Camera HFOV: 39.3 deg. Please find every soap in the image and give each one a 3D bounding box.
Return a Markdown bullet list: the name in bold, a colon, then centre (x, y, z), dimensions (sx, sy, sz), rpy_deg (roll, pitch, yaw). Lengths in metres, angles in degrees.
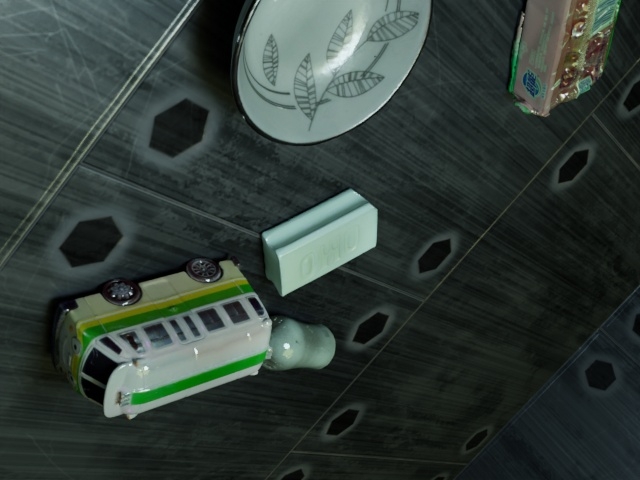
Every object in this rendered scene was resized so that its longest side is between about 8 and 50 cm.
- **soap**: centre (0.000, 0.000, 1.525), dimensions (0.198, 0.066, 0.119), rpy_deg (-28, 146, -20)
- **soap**: centre (0.425, -0.360, 1.518), dimensions (0.218, 0.098, 0.273), rpy_deg (-28, 144, -20)

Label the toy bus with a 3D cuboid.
- **toy bus**: centre (-0.233, 0.152, 1.358), dimensions (0.305, 0.179, 0.143), rpy_deg (-14, 137, -35)

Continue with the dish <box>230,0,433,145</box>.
- **dish**: centre (-0.003, -0.282, 1.172), dimensions (0.316, 0.106, 0.316), rpy_deg (-25, 140, -23)

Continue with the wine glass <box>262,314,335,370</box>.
- **wine glass**: centre (-0.068, 0.188, 1.634), dimensions (0.103, 0.103, 0.231), rpy_deg (-52, 147, 15)
